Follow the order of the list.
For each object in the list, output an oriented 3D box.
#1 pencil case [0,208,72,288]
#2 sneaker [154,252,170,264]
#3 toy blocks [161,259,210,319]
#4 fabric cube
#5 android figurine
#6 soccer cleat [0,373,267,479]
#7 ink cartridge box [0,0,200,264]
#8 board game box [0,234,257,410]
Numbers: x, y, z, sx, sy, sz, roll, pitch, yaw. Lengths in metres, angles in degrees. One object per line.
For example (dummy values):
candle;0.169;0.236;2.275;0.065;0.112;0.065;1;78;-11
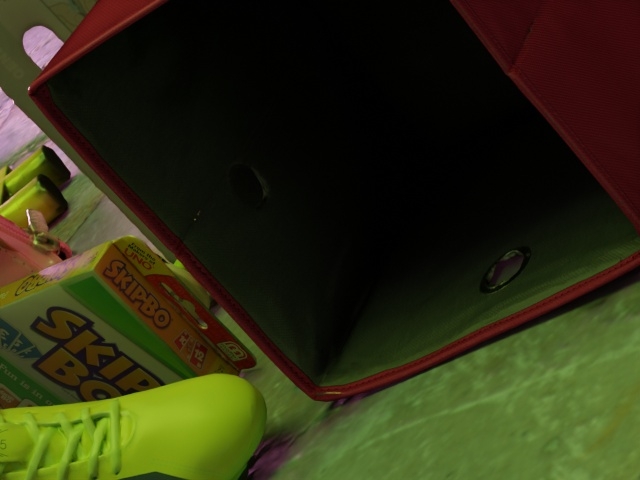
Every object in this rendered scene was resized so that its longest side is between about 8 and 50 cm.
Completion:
pencil case;-0.370;-0.023;1.511;0.167;0.386;0.160;-60;19;-13
sneaker;-0.129;0.022;1.490;0.031;0.035;0.083;-48;21;-20
toy blocks;-0.050;-0.020;1.402;0.123;0.054;0.148;-20;29;45
fabric cube;0.046;-0.111;1.120;0.254;0.259;0.258;-27;23;37
android figurine;-0.356;0.018;1.898;0.273;0.056;0.248;-36;21;11
soccer cleat;-0.170;0.133;1.158;0.289;0.121;0.093;-20;39;20
ink cartridge box;-0.111;-0.218;1.554;0.385;0.308;0.091;-52;22;-22
board game box;-0.164;0.076;1.314;0.259;0.124;0.039;-23;29;43
